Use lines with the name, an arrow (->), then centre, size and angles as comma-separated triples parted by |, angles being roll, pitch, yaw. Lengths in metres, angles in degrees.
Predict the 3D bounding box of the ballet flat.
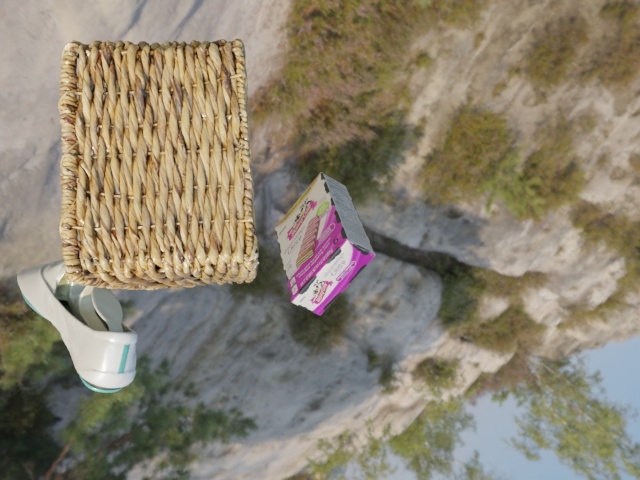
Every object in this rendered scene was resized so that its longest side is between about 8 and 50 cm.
ballet flat -> -0.438, 0.114, 1.165 | 0.139, 0.400, 0.139 | -24, 132, -30

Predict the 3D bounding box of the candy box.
candy box -> 0.000, 0.000, 1.168 | 0.159, 0.071, 0.233 | -49, -150, 21

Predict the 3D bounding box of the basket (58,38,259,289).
basket -> -0.200, -0.088, 0.823 | 0.222, 0.299, 0.213 | -4, 173, -8
